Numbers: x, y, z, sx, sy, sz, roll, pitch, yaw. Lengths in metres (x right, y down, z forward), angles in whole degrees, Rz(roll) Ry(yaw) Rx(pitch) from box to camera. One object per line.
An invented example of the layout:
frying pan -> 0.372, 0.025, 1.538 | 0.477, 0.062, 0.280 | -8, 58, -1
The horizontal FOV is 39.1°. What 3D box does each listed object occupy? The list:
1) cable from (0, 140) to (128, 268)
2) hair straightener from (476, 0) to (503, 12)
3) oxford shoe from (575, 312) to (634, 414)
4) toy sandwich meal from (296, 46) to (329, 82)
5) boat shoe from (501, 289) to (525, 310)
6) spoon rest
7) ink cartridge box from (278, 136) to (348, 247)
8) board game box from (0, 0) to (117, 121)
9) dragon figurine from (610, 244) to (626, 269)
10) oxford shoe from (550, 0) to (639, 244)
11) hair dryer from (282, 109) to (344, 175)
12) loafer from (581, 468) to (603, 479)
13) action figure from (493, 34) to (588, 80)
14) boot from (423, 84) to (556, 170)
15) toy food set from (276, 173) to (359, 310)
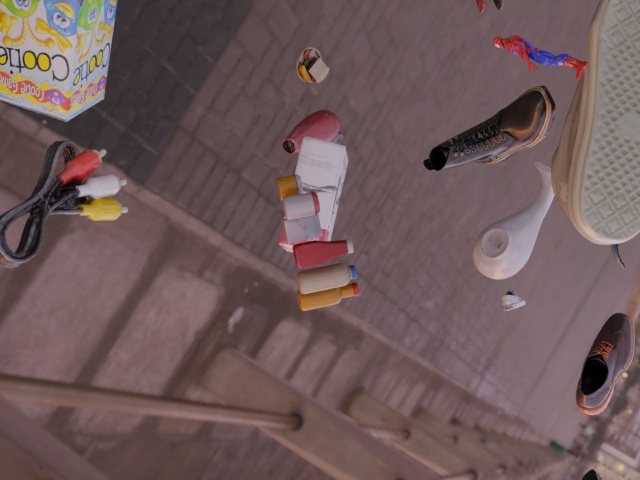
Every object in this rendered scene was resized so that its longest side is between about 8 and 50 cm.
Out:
cable -> -0.365, -0.063, 1.252 | 0.287, 0.072, 0.139 | -50, 121, -67
hair straightener -> 0.358, -0.582, 1.923 | 0.047, 0.089, 0.230 | 89, -6, -58
oxford shoe -> 0.682, 0.279, 2.143 | 0.271, 0.097, 0.098 | -63, 149, -24
toy sandwich meal -> -0.018, -0.388, 2.006 | 0.086, 0.029, 0.085 | -19, 119, -40
boat shoe -> 0.355, 0.109, 1.674 | 0.100, 0.035, 0.035 | -5, 78, -64
spoon rest -> 0.443, -0.037, 2.010 | 0.084, 0.137, 0.276 | 23, 102, -47
ink cartridge box -> -0.011, -0.082, 1.801 | 0.158, 0.092, 0.217 | 54, 47, -83
board game box -> -0.428, -0.359, 1.470 | 0.144, 0.142, 0.275 | -61, 168, -61
dragon figurine -> 0.583, -0.100, 1.600 | 0.085, 0.144, 0.289 | 33, 62, -33
oxford shoe -> 0.427, -0.214, 1.267 | 0.130, 0.169, 0.449 | -172, -83, -83
hair dryer -> -0.019, -0.201, 2.134 | 0.223, 0.080, 0.293 | -63, 161, -4
loafer -> 0.545, 0.516, 1.744 | 0.062, 0.061, 0.170 | -55, -168, 29
action figure -> 0.262, -0.222, 1.088 | 0.038, 0.115, 0.030 | -43, 155, -48
boot -> 0.257, -0.159, 1.378 | 0.137, 0.076, 0.198 | -14, 161, -25
toy food set -> 0.000, 0.000, 1.502 | 0.111, 0.105, 0.232 | -156, -125, -81
